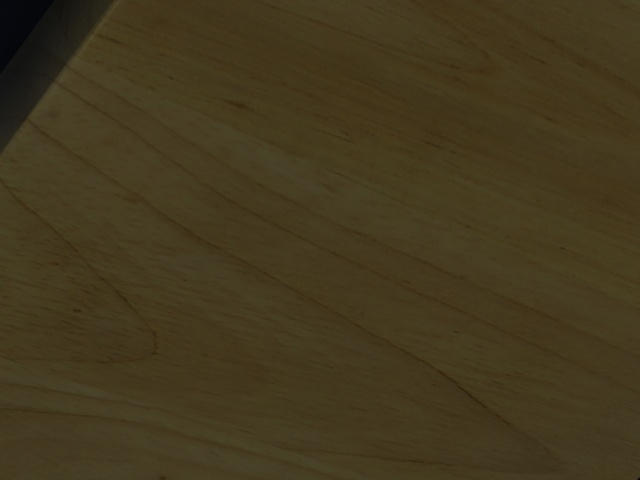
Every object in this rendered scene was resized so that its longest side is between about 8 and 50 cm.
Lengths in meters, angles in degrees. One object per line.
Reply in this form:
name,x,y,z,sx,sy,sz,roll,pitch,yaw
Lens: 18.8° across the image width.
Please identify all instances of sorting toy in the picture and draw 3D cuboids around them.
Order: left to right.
sorting toy,0.000,0.000,0.561,0.257,0.089,0.255,23,117,-37

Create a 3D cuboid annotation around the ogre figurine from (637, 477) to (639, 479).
ogre figurine,0.127,0.128,0.728,0.197,0.097,0.118,12,129,-28
